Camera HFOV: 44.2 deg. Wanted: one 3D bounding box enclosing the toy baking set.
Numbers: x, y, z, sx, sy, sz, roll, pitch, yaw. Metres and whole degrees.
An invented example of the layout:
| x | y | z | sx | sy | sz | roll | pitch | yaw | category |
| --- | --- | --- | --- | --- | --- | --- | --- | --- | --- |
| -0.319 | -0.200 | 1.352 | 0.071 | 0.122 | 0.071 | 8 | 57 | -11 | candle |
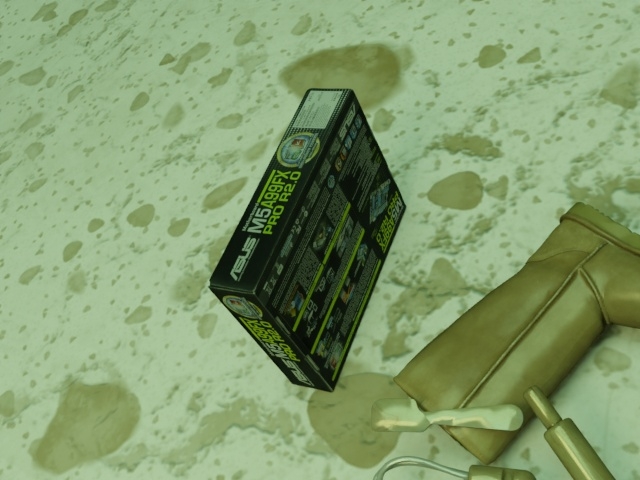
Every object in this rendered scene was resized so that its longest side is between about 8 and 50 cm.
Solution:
| x | y | z | sx | sy | sz | roll | pitch | yaw | category |
| --- | --- | --- | --- | --- | --- | --- | --- | --- | --- |
| 0.154 | 0.226 | 0.695 | 0.197 | 0.030 | 0.256 | -31 | 67 | 7 | toy baking set |

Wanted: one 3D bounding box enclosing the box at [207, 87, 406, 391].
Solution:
| x | y | z | sx | sy | sz | roll | pitch | yaw | category |
| --- | --- | --- | --- | --- | --- | --- | --- | --- | --- |
| 0.000 | 0.000 | 0.882 | 0.060 | 0.216 | 0.270 | 7 | 59 | 30 | box |

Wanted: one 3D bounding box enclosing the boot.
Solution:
| x | y | z | sx | sy | sz | roll | pitch | yaw | category |
| --- | --- | --- | --- | --- | --- | --- | --- | --- | --- |
| 0.241 | 0.114 | 0.764 | 0.269 | 0.089 | 0.236 | -45 | 44 | -7 | boot |
